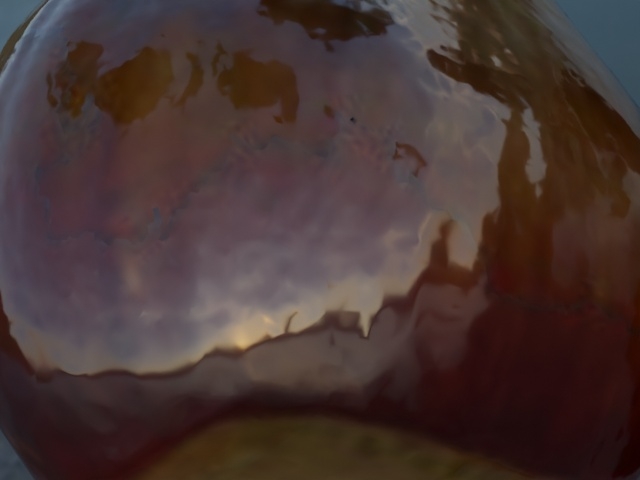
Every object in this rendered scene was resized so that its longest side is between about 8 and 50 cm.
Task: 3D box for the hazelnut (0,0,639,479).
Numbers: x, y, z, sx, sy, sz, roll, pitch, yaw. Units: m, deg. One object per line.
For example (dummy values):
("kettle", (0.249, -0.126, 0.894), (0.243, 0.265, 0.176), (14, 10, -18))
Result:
("hazelnut", (0.000, 0.000, 1.029), (0.359, 0.409, 0.359), (-29, 50, 41))
